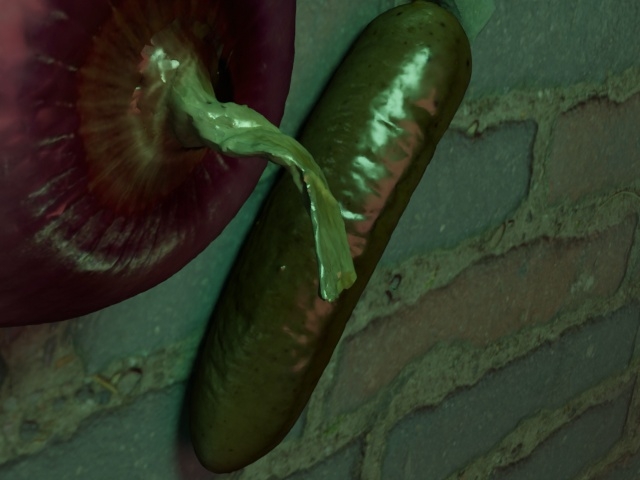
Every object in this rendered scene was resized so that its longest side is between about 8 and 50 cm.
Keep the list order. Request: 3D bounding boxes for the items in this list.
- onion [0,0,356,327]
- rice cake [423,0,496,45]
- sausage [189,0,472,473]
[{"bbox_3d":[-0.142,-0.123,0.609,0.358,0.345,0.358,-2,90,-74],"label":"onion"},{"bbox_3d":[0.089,-0.314,0.948,0.066,0.063,0.336,-53,142,-17],"label":"rice cake"},{"bbox_3d":[-0.001,0.000,0.985,0.501,0.123,0.136,-64,171,1],"label":"sausage"}]
